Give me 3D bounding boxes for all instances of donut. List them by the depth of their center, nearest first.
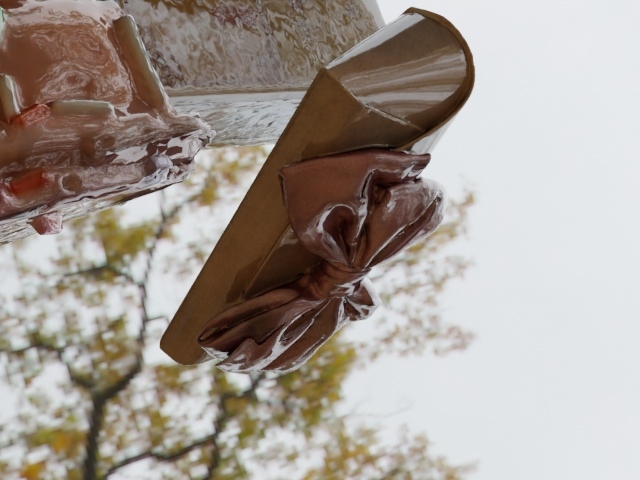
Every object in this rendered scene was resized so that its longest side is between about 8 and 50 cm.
[{"bbox_3d":[-0.120,-0.015,0.393,0.166,0.117,0.065,-20,-92,41],"label":"donut"}]

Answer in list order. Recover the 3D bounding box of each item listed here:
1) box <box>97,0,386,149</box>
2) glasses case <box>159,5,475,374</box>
[{"bbox_3d":[-0.139,-0.195,1.097,0.116,0.415,0.264,-25,-99,39],"label":"box"},{"bbox_3d":[0.000,0.000,0.685,0.070,0.102,0.193,40,-50,9],"label":"glasses case"}]
